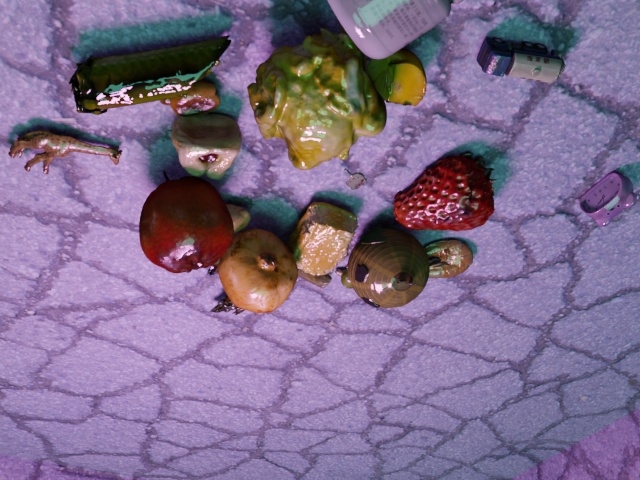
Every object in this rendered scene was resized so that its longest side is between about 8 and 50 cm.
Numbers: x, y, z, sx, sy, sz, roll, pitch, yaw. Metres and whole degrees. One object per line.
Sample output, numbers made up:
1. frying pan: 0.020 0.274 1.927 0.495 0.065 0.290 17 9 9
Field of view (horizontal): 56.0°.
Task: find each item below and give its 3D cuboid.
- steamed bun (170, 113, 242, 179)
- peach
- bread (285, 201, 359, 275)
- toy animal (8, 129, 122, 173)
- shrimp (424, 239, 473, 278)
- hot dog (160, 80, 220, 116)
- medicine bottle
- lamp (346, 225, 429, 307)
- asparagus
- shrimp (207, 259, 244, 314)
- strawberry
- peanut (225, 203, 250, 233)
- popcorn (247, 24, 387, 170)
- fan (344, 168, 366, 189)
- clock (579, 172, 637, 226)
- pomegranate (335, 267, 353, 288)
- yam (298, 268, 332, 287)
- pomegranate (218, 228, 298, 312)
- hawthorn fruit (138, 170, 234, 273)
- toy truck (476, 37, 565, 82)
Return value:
1. steamed bun: -0.288 -0.224 1.523 0.172 0.140 0.155 0 140 -11
2. peach: 0.187 -0.386 1.415 0.151 0.118 0.151 22 132 27
3. bread: 0.000 0.000 1.788 0.174 0.121 0.245 21 135 -12
4. toy animal: -0.654 -0.230 1.540 0.276 0.054 0.149 -10 138 3
5. shrimp: 0.357 0.071 1.940 0.267 0.061 0.145 -13 127 12
6. hot dog: -0.315 -0.341 1.454 0.140 0.060 0.090 -21 147 5
7. medicine bottle: 0.172 -0.530 1.173 0.306 0.245 0.245 -29 131 21
8. lamp: 0.212 0.093 1.786 0.250 0.284 0.250 -5 107 -15
9. asparagus: -0.380 -0.376 1.373 0.382 0.108 0.128 -9 100 3
10. shrimp: -0.261 0.114 1.922 0.365 0.071 0.233 -38 121 26
11. strawberry: 0.360 -0.111 1.692 0.281 0.150 0.253 -2 135 -6
12. peanut: -0.309 -0.039 1.738 0.230 0.098 0.103 -26 170 20
13. popcorn: -0.017 -0.318 1.355 0.313 0.312 0.312 -3 136 -3
14. fan: 0.091 -0.175 1.699 0.056 0.004 0.083 -31 130 25
15. clock: 0.835 -0.119 1.754 0.050 0.110 0.152 20 130 -26
16. pomegranate: 0.091 0.121 1.965 0.085 0.073 0.073 15 147 35
17. yam: -0.027 0.112 1.948 0.132 0.054 0.054 30 126 -30
18. pomegranate: -0.180 0.087 1.733 0.248 0.248 0.248 -3 136 -3
19. hawthorn fruit: -0.369 -0.064 1.576 0.254 0.300 0.254 -25 162 -9
20. toy truck: 0.477 -0.420 1.427 0.202 0.088 0.074 6 136 -11
